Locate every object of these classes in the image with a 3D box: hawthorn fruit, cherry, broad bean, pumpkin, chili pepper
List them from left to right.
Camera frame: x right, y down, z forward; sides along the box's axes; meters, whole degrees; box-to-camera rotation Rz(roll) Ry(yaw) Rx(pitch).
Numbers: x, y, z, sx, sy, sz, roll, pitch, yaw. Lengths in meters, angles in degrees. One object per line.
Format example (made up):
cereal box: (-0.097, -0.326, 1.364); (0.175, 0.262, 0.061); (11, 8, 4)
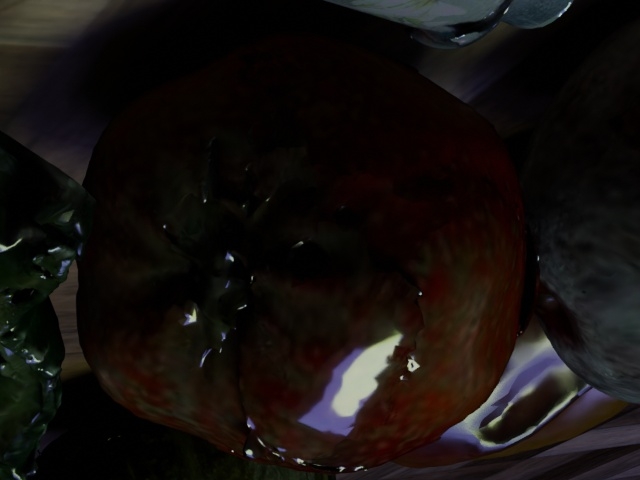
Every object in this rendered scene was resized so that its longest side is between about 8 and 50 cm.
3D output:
chili pepper: (-0.158, -0.006, 0.562); (0.116, 0.148, 0.264); (-45, 163, -8)
pumpkin: (-0.102, 0.172, 1.069); (0.238, 0.159, 0.238); (-31, 178, -1)
hawthorn fruit: (0.000, 0.000, 0.652); (0.181, 0.181, 0.235); (-19, -179, 13)
broad bean: (0.093, 0.037, 0.843); (0.228, 0.156, 0.122); (-21, -159, 5)
cherry: (0.174, -0.010, 0.695); (0.195, 0.195, 0.195); (-13, 162, -4)

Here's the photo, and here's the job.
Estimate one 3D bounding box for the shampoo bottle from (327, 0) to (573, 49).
shampoo bottle: (0.007, -0.103, 0.476); (0.072, 0.072, 0.214); (-28, 158, 35)

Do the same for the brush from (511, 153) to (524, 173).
brush: (0.116, -0.041, 0.839); (0.314, 0.017, 0.090); (-22, 158, 22)
